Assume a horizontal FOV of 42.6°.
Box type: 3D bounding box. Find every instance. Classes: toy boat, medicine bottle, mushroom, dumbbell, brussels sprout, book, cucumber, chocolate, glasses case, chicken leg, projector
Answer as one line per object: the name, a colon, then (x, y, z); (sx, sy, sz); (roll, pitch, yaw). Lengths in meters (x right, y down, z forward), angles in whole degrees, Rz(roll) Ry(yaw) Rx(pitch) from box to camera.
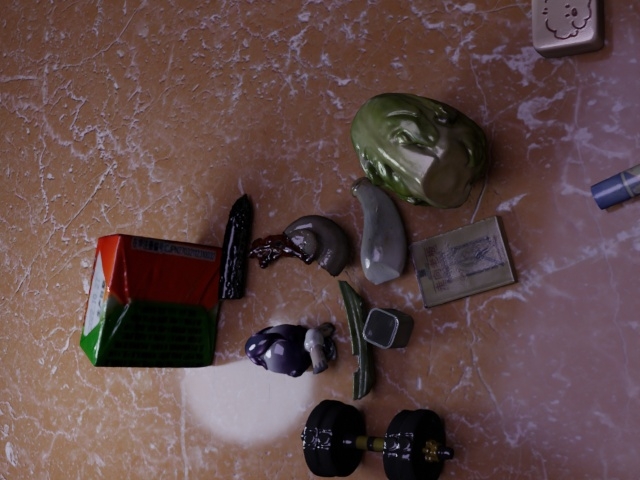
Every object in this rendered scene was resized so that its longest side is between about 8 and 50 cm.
toy boat: (0.090, 0.235, 1.978); (0.055, 0.093, 0.292); (-10, 80, 13)
medicine bottle: (0.666, -0.133, 1.657); (0.231, 0.059, 0.059); (-27, 72, 28)
mushroom: (0.142, -0.037, 1.970); (0.118, 0.103, 0.270); (-19, 66, 26)
dumbbell: (0.122, 0.465, 1.879); (0.389, 0.185, 0.185); (-2, 84, 33)
brussels sprout: (0.219, -0.199, 1.822); (0.328, 0.328, 0.247); (32, 111, 31)
book: (0.322, 0.050, 1.881); (0.231, 0.026, 0.161); (-20, 75, 30)
cucumber: (-0.231, 0.019, 2.217); (0.072, 0.072, 0.300); (4, 87, 33)
mushroom: (0.000, 0.000, 2.034); (0.188, 0.141, 0.117); (36, 83, 27)
chocolate: (-0.444, 0.160, 2.187); (0.162, 0.360, 0.341); (12, 92, 46)
glasses case: (0.532, -0.571, 1.774); (0.144, 0.076, 0.336); (-4, 83, 33)
chicken leg: (-0.106, 0.027, 2.147); (0.219, 0.048, 0.089); (-5, 86, 32)
projector: (0.160, 0.207, 1.937); (0.083, 0.082, 0.083); (23, 98, 32)

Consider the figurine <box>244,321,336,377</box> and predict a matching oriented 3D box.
figurine: (-0.082, 0.273, 2.054); (0.222, 0.145, 0.145); (-13, 79, 26)
